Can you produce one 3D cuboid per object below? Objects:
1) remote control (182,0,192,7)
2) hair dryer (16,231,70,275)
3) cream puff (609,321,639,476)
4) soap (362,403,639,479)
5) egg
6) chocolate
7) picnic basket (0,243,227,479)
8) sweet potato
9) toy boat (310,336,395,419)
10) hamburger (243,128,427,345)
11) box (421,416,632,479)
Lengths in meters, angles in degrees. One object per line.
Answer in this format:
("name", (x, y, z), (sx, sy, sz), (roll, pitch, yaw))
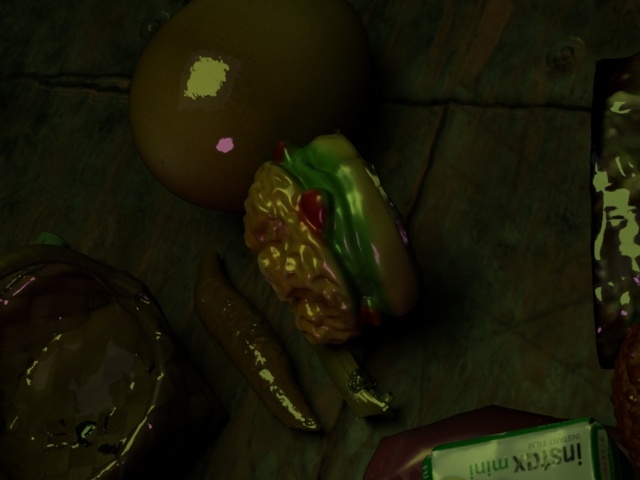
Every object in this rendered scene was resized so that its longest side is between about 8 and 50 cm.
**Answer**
("remote control", (-0.128, -0.228, 2.287), (0.090, 0.066, 0.265), (-23, 55, 33))
("hair dryer", (-0.303, 0.038, 2.233), (0.150, 0.047, 0.071), (12, 67, 30))
("cream puff", (0.402, 0.155, 1.524), (0.350, 0.350, 0.228), (5, 41, 34))
("soap", (0.188, 0.276, 1.723), (0.325, 0.127, 0.220), (9, 69, 34))
("egg", (-0.076, -0.176, 2.083), (0.250, 0.250, 0.322), (19, 53, 38))
("chocolate", (0.373, -0.029, 1.747), (0.210, 0.225, 0.340), (-4, 60, 15))
("picnic basket", (-0.313, 0.139, 1.993), (0.293, 0.337, 0.337), (-49, 49, -4))
("sweet potato", (-0.081, 0.110, 2.029), (0.066, 0.072, 0.314), (-32, 46, -8))
("toy boat", (0.037, 0.143, 1.949), (0.049, 0.047, 0.149), (-37, 44, 2))
("hamburger", (0.000, 0.000, 1.931), (0.149, 0.237, 0.237), (-25, 49, -7))
("box", (0.186, 0.287, 1.572), (0.180, 0.103, 0.250), (-14, 58, 21))
